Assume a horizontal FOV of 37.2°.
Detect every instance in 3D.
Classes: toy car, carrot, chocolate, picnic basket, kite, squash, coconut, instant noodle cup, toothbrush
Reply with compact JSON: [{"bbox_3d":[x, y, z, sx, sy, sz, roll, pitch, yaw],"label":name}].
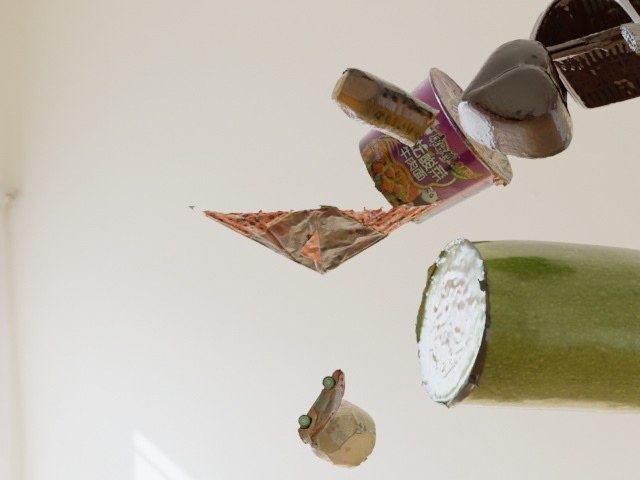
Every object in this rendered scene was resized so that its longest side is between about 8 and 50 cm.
[{"bbox_3d":[0.006,0.249,1.415,0.035,0.122,0.059,28,-16,26],"label":"toy car"},{"bbox_3d":[0.101,-0.206,1.483,0.173,0.082,0.082,24,-20,-15],"label":"carrot"},{"bbox_3d":[0.214,-0.168,1.061,0.125,0.149,0.080,-6,-34,11],"label":"chocolate"},{"bbox_3d":[0.454,-0.296,1.334,0.296,0.222,0.129,-13,-56,37],"label":"picnic basket"},{"bbox_3d":[0.000,0.001,0.867,0.222,0.008,0.125,-2,-31,2],"label":"kite"},{"bbox_3d":[0.361,0.131,1.437,0.384,0.263,0.263,5,-14,-16],"label":"squash"},{"bbox_3d":[0.029,0.312,1.547,0.110,0.110,0.124,-15,-30,42],"label":"coconut"},{"bbox_3d":[0.201,-0.158,1.726,0.190,0.251,0.251,-35,-25,22],"label":"instant noodle cup"},{"bbox_3d":[0.338,-0.322,1.159,0.029,0.354,0.024,-2,-48,-6],"label":"toothbrush"}]
